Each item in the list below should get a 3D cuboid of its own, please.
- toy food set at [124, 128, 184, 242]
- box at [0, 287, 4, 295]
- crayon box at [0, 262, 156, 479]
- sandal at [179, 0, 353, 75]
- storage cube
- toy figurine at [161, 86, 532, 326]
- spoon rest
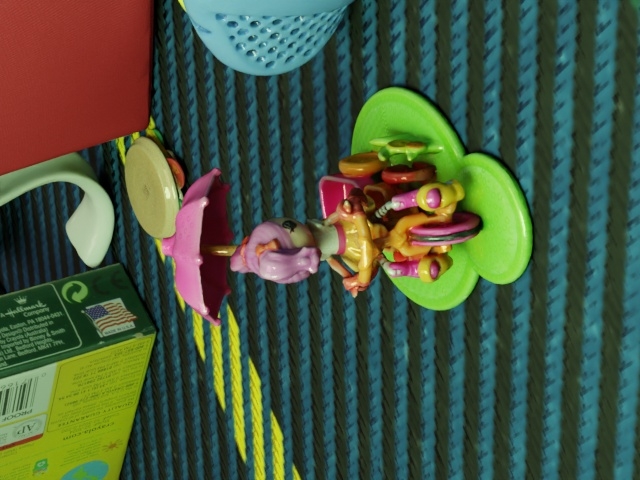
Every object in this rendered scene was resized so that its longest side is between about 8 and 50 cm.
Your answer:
[{"bbox_3d":[-0.120,-0.038,1.309,0.083,0.020,0.082,57,149,30],"label":"toy food set"},{"bbox_3d":[-0.329,0.093,1.774,0.162,0.029,0.116,51,147,39],"label":"box"},{"bbox_3d":[-0.265,0.163,1.498,0.081,0.202,0.318,59,149,28],"label":"crayon box"},{"bbox_3d":[0.009,-0.181,0.879,0.138,0.126,0.317,57,150,22],"label":"sandal"},{"bbox_3d":[-0.242,-0.176,1.260,0.183,0.215,0.193,54,153,33],"label":"storage cube"},{"bbox_3d":[0.000,0.000,0.948,0.173,0.159,0.130,20,122,57],"label":"toy figurine"},{"bbox_3d":[-0.263,-0.047,1.350,0.084,0.276,0.137,-50,52,21],"label":"spoon rest"}]
